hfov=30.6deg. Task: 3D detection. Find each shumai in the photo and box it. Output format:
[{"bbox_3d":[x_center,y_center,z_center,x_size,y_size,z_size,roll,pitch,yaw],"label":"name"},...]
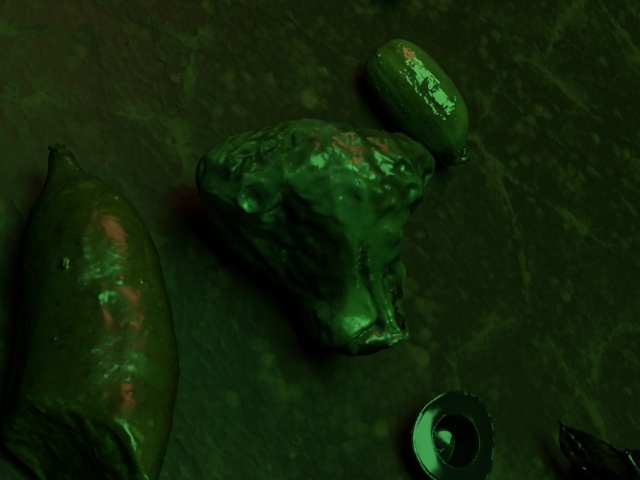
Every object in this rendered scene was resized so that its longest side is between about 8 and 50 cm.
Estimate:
[{"bbox_3d":[0.000,0.000,1.205,0.260,0.225,0.222,17,66,-31],"label":"shumai"}]

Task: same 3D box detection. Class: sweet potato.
[{"bbox_3d":[-0.205,0.073,1.061,0.158,0.158,0.370,16,55,-30],"label":"sweet potato"}]

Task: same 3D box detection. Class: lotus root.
[{"bbox_3d":[0.130,-0.170,1.463,0.183,0.090,0.077,54,8,-4],"label":"lotus root"}]

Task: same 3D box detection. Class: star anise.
[{"bbox_3d":[0.385,0.316,1.378,0.282,0.129,0.212,-2,53,-1],"label":"star anise"}]

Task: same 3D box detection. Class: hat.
[{"bbox_3d":[0.145,0.226,1.307,0.121,0.050,0.121,12,65,-28],"label":"hat"}]
